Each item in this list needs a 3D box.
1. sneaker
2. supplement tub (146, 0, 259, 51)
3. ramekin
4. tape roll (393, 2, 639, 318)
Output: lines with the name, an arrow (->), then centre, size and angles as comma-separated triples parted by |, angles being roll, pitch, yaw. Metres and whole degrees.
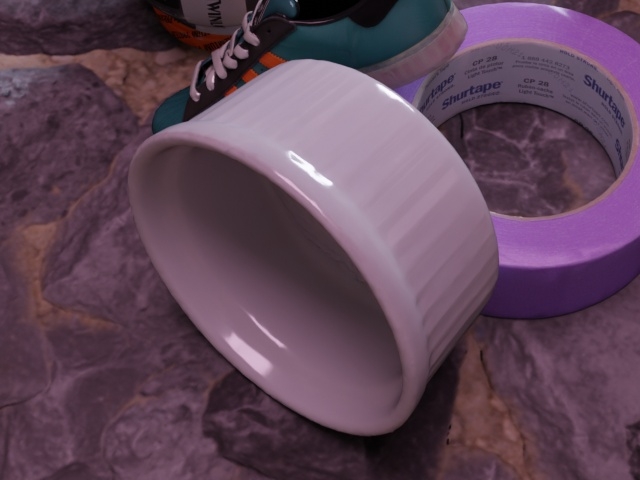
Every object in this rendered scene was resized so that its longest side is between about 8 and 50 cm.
sneaker -> -0.034, -0.165, 1.080 | 0.302, 0.121, 0.108 | -22, 37, 23
supplement tub -> -0.095, -0.334, 1.118 | 0.207, 0.338, 0.207 | -1, 58, 2
ramekin -> 0.000, 0.000, 0.954 | 0.277, 0.277, 0.135 | 35, 59, 22
tape roll -> 0.170, -0.073, 1.092 | 0.274, 0.090, 0.275 | -1, 59, 2
